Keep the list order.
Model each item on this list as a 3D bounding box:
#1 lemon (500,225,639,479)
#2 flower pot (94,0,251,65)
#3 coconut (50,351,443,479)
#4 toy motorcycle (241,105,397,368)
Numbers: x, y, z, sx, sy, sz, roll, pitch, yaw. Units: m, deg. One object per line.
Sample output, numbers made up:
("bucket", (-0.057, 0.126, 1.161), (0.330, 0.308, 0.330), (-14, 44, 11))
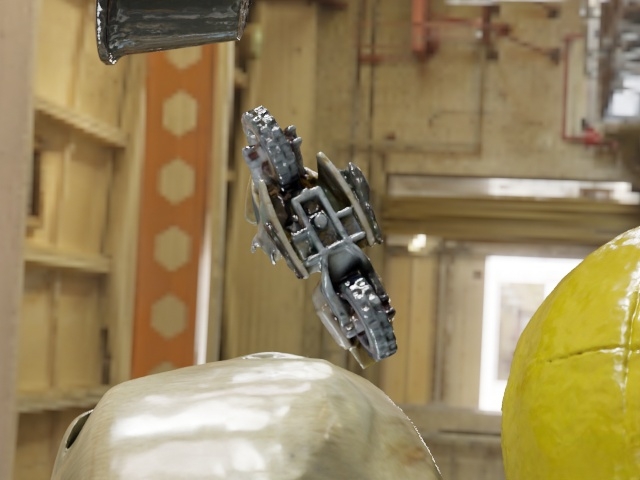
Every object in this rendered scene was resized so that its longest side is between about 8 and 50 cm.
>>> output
("lemon", (0.272, 0.131, 1.078), (0.297, 0.297, 0.297), (2, -90, -80))
("flower pot", (-0.156, -0.319, 1.694), (0.269, 0.166, 0.269), (-170, 90, -87))
("coconut", (-0.047, 0.158, 0.728), (0.224, 0.224, 0.224), (2, -90, -80))
("toy motorcycle", (-0.001, 0.000, 1.202), (0.229, 0.094, 0.130), (60, 165, 14))
